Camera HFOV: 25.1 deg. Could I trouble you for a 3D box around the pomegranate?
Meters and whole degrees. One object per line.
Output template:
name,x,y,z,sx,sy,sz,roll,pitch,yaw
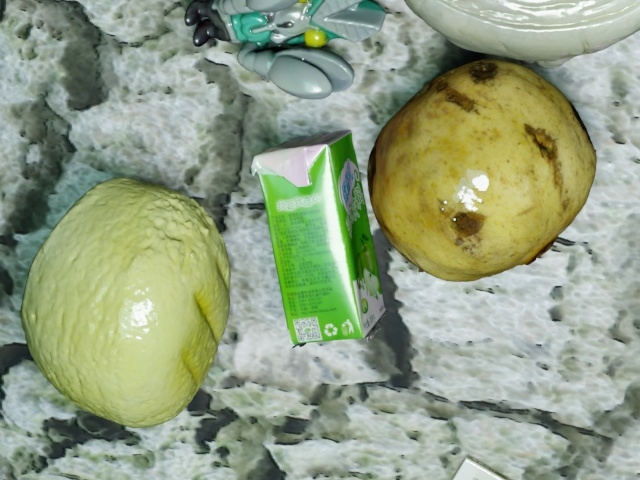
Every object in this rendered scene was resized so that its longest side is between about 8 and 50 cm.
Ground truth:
pomegranate,0.198,-0.085,1.778,0.281,0.281,0.281,2,101,12

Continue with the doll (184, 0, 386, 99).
doll,-0.044,-0.269,1.865,0.258,0.153,0.195,-26,124,40

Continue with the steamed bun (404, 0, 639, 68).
steamed bun,0.245,-0.328,1.722,0.383,0.247,0.236,7,97,8

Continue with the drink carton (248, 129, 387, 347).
drink carton,0.000,0.000,1.889,0.108,0.161,0.271,-9,98,14

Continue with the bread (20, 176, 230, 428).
bread,-0.236,0.087,1.878,0.237,0.320,0.320,29,106,16

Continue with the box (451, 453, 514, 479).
box,0.261,0.388,1.975,0.198,0.029,0.109,30,106,7
